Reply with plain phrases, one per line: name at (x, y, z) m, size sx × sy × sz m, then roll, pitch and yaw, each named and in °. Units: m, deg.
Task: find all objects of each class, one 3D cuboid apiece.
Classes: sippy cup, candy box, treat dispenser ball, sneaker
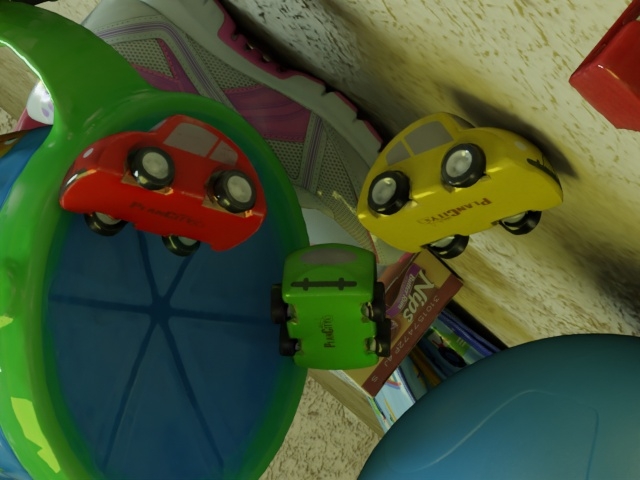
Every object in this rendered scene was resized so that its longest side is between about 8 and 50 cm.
sippy cup at (-0.158, 0.036, 1.064) m, size 0.224 × 0.305 × 0.240 m, roll 0°, pitch 169°, yaw 37°
candy box at (0.017, 0.039, 1.444) m, size 0.053 × 0.109 × 0.187 m, roll 43°, pitch 172°, yaw -29°
treat dispenser ball at (0.145, 0.192, 0.996) m, size 0.288 × 0.288 × 0.288 m, roll 39°, pitch 173°, yaw 5°
sneaker at (-0.052, -0.059, 1.154) m, size 0.252 × 0.111 × 0.103 m, roll 39°, pitch 173°, yaw 5°

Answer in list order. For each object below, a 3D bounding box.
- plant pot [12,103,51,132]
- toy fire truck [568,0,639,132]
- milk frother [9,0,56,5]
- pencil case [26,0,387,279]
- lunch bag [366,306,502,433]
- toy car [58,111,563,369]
plant pot at (-0.160, -0.044, 1.586) m, size 0.180 × 0.201 × 0.201 m, roll 25°, pitch 178°, yaw -18°
toy fire truck at (0.161, -0.022, 0.536) m, size 0.135 × 0.047 × 0.192 m, roll 43°, pitch 172°, yaw -15°
milk frother at (-0.262, -0.200, 1.263) m, size 0.143 × 0.135 × 0.129 m, roll 24°, pitch 133°, yaw 56°
pencil case at (-0.067, -0.051, 1.301) m, size 0.273 × 0.113 × 0.124 m, roll 39°, pitch -167°, yaw 2°
lunch bag at (0.095, 0.126, 1.602) m, size 0.293 × 0.138 × 0.221 m, roll 50°, pitch 174°, yaw -11°
toy car at (0.000, 0.000, 0.984) m, size 0.239 × 0.053 × 0.225 m, roll 0°, pitch 151°, yaw 4°
